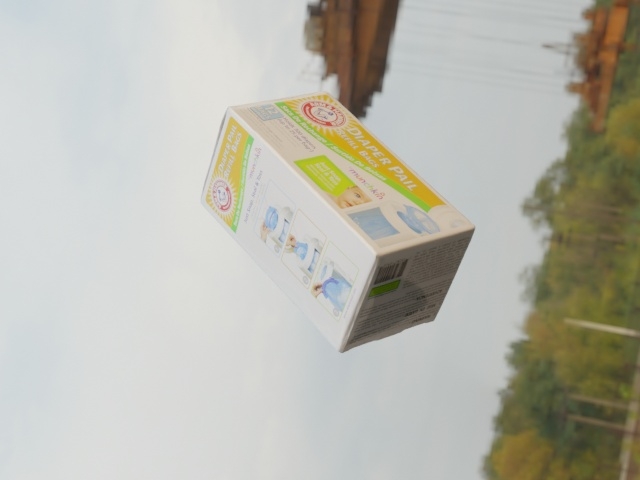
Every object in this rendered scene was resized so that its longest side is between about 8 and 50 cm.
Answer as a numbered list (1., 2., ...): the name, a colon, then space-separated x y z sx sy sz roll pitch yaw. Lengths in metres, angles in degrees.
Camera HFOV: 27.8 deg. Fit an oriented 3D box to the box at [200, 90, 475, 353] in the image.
1. box: 0.009 -0.022 1.062 0.114 0.203 0.103 -15 -42 -39
